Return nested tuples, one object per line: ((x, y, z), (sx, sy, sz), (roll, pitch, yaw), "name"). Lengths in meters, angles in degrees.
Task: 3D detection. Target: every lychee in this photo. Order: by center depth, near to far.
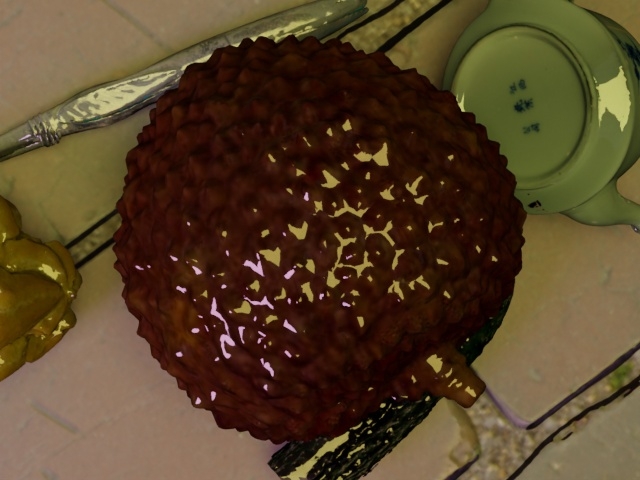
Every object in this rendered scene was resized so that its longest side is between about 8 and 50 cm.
((0.000, 0.000, 1.029), (0.275, 0.276, 0.304), (-43, 77, -3), "lychee")

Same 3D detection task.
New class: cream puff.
((-0.242, 0.033, 1.069), (0.156, 0.121, 0.156), (0, 88, -10), "cream puff")

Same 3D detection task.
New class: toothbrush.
((-0.153, -0.103, 1.115), (0.413, 0.042, 0.035), (-23, 97, -8), "toothbrush")

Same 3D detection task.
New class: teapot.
((0.183, -0.108, 1.119), (0.159, 0.159, 0.232), (-17, 86, -6), "teapot")

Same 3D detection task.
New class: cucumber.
((0.067, 0.106, 1.148), (0.245, 0.067, 0.067), (-43, 98, -5), "cucumber")
